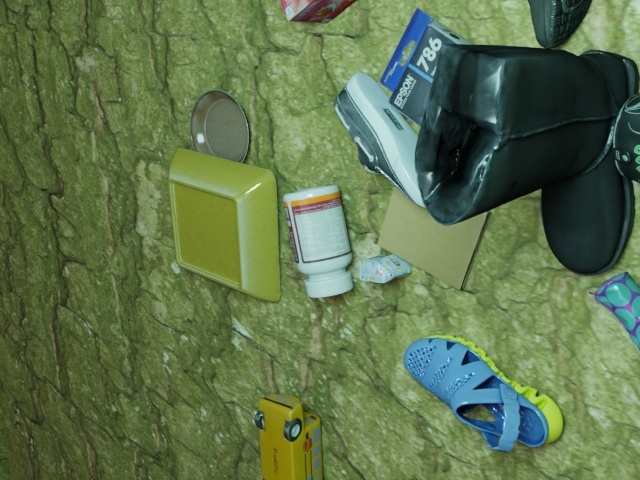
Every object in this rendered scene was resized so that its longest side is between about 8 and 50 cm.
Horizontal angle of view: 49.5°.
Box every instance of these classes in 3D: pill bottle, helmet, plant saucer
[{"bbox_3d":[0.000,0.000,1.450,0.121,0.121,0.221,-6,99,40],"label":"pill bottle"},{"bbox_3d":[0.514,-0.143,0.966,0.162,0.169,0.169,9,108,47],"label":"helmet"},{"bbox_3d":[-0.248,-0.028,1.649,0.333,0.081,0.332,18,120,36],"label":"plant saucer"},{"bbox_3d":[-0.229,-0.254,1.627,0.199,0.036,0.198,11,109,36],"label":"plant saucer"}]

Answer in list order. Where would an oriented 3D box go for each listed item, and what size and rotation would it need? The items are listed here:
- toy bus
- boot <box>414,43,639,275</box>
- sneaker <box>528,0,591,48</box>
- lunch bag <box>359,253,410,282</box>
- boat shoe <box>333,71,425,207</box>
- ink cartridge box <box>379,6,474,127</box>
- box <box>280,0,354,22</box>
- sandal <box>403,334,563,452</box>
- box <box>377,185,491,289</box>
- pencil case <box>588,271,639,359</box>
[{"bbox_3d":[-0.067,0.519,1.638,0.108,0.130,0.332,9,107,39],"label":"toy bus"},{"bbox_3d":[0.302,-0.084,0.965,0.146,0.445,0.367,7,106,38],"label":"boot"},{"bbox_3d":[0.340,-0.440,1.058,0.130,0.109,0.286,21,128,47],"label":"sneaker"},{"bbox_3d":[0.131,0.056,1.391,0.083,0.071,0.053,9,104,41],"label":"lunch bag"},{"bbox_3d":[0.119,-0.174,1.317,0.102,0.108,0.301,-44,71,38],"label":"boat shoe"},{"bbox_3d":[0.239,-0.259,1.225,0.333,0.065,0.165,42,125,24],"label":"ink cartridge box"},{"bbox_3d":[0.035,-0.524,1.280,0.257,0.123,0.128,-26,84,41],"label":"box"},{"bbox_3d":[0.282,0.283,1.286,0.317,0.138,0.126,27,120,33],"label":"sandal"},{"bbox_3d":[0.212,-0.021,1.337,0.201,0.021,0.164,30,119,30],"label":"box"},{"bbox_3d":[0.504,0.126,1.106,0.070,0.064,0.151,-37,76,14],"label":"pencil case"}]
